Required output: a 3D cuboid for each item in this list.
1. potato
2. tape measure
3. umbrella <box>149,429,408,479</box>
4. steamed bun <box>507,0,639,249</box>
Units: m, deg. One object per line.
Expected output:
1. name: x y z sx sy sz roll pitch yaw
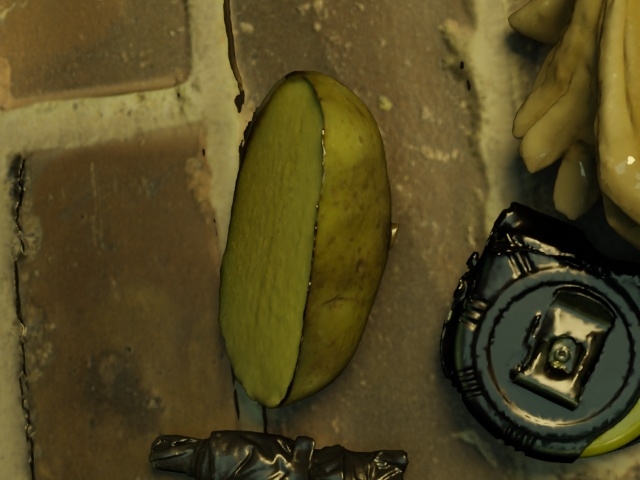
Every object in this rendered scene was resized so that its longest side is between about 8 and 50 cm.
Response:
1. potato: 0.000 0.000 0.753 0.111 0.160 0.272 5 92 -29
2. tape measure: 0.195 0.084 0.708 0.199 0.112 0.186 21 95 15
3. umbrella: -0.040 0.204 0.786 0.235 0.059 0.066 4 65 13
4. steamed bun: 0.260 -0.153 0.645 0.247 0.189 0.428 15 71 9
